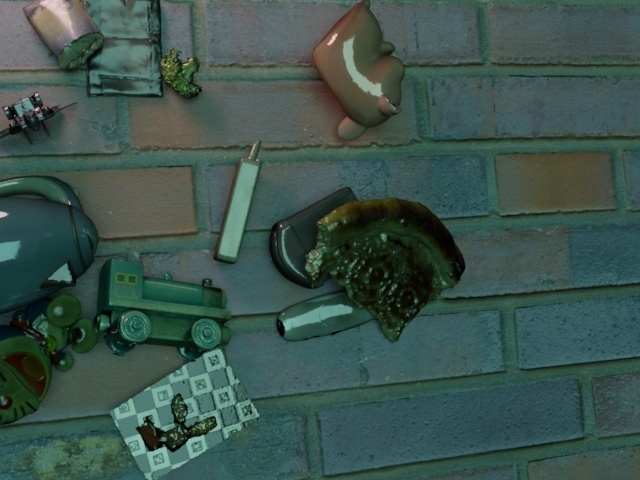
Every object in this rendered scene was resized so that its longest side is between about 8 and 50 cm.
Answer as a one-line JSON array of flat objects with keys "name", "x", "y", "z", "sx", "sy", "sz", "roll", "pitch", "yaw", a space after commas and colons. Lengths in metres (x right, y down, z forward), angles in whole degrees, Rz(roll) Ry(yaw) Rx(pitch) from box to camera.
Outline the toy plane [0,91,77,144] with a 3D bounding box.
[{"name": "toy plane", "x": -0.595, "y": -0.254, "z": 1.655, "sx": 0.212, "sy": 0.267, "sz": 0.088, "roll": -29, "pitch": 99, "yaw": -14}]

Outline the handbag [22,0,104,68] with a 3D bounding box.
[{"name": "handbag", "x": -0.550, "y": -0.457, "z": 1.767, "sx": 0.117, "sy": 0.095, "sz": 0.173, "roll": -35, "pitch": 80, "yaw": -2}]

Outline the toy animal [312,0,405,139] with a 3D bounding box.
[{"name": "toy animal", "x": 0.094, "y": -0.396, "z": 1.892, "sx": 0.256, "sy": 0.195, "sz": 0.213, "roll": 53, "pitch": 51, "yaw": -7}]

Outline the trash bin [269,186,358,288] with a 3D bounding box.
[{"name": "trash bin", "x": 0.000, "y": 0.000, "z": 1.875, "sx": 0.236, "sy": 0.101, "sz": 0.177, "roll": -32, "pitch": 93, "yaw": -16}]

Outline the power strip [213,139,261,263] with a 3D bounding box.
[{"name": "power strip", "x": -0.181, "y": -0.091, "z": 1.837, "sx": 0.053, "sy": 0.093, "sz": 0.288, "roll": 14, "pitch": 82, "yaw": -10}]

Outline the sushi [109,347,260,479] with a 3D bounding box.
[{"name": "sushi", "x": -0.300, "y": 0.385, "z": 1.797, "sx": 0.279, "sy": 0.043, "sz": 0.192, "roll": -31, "pitch": 90, "yaw": -20}]

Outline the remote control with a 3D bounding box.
[{"name": "remote control", "x": 0.023, "y": 0.172, "z": 1.895, "sx": 0.256, "sy": 0.045, "sz": 0.097, "roll": -17, "pitch": 90, "yaw": -12}]

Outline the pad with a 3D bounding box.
[{"name": "pad", "x": -0.444, "y": -0.438, "z": 1.832, "sx": 0.174, "sy": 0.022, "sz": 0.233, "roll": -2, "pitch": 87, "yaw": -14}]

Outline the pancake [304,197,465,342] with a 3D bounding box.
[{"name": "pancake", "x": 0.158, "y": 0.047, "z": 1.860, "sx": 0.427, "sy": 0.067, "sz": 0.305, "roll": 37, "pitch": 82, "yaw": -33}]

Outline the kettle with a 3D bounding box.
[{"name": "kettle", "x": -0.632, "y": -0.008, "z": 1.656, "sx": 0.342, "sy": 0.247, "sz": 0.319, "roll": -13, "pitch": 56, "yaw": -15}]

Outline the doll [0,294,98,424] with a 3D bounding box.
[{"name": "doll", "x": -0.619, "y": 0.246, "z": 1.660, "sx": 0.322, "sy": 0.186, "sz": 0.198, "roll": -43, "pitch": 129, "yaw": -30}]

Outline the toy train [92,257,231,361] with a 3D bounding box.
[{"name": "toy train", "x": -0.335, "y": 0.150, "z": 1.749, "sx": 0.298, "sy": 0.120, "sz": 0.194, "roll": 11, "pitch": 63, "yaw": -29}]

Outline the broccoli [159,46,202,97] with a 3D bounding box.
[{"name": "broccoli", "x": -0.308, "y": -0.374, "z": 1.831, "sx": 0.092, "sy": 0.095, "sz": 0.097, "roll": -31, "pitch": 60, "yaw": 19}]
